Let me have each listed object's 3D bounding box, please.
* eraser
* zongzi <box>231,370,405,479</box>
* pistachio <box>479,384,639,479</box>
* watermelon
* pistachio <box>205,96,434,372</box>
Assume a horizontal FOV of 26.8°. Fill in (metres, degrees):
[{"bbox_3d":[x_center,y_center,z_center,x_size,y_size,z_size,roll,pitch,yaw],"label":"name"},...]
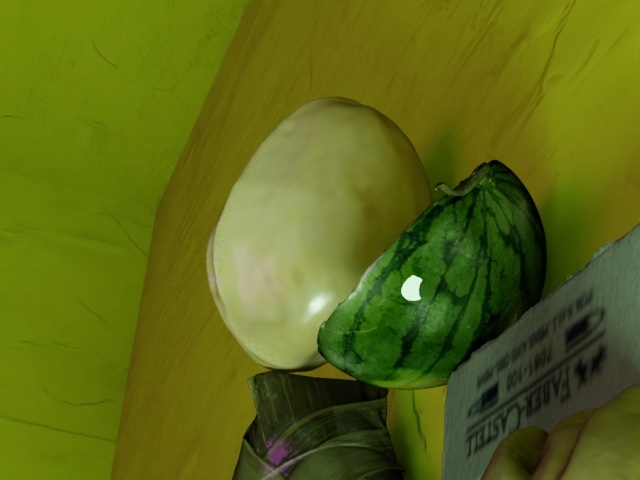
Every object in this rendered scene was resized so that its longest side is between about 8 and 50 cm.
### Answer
[{"bbox_3d":[0.182,0.088,0.885,0.352,0.077,0.111,129,153,-59],"label":"eraser"},{"bbox_3d":[-0.001,0.318,1.265,0.317,0.154,0.289,-114,32,-57],"label":"zongzi"},{"bbox_3d":[0.157,0.217,0.687,0.162,0.181,0.293,-28,48,22],"label":"pistachio"},{"bbox_3d":[0.106,0.041,1.080,0.204,0.127,0.232,-23,-24,-53],"label":"watermelon"},{"bbox_3d":[0.000,0.000,1.391,0.230,0.230,0.308,126,159,-56],"label":"pistachio"}]
